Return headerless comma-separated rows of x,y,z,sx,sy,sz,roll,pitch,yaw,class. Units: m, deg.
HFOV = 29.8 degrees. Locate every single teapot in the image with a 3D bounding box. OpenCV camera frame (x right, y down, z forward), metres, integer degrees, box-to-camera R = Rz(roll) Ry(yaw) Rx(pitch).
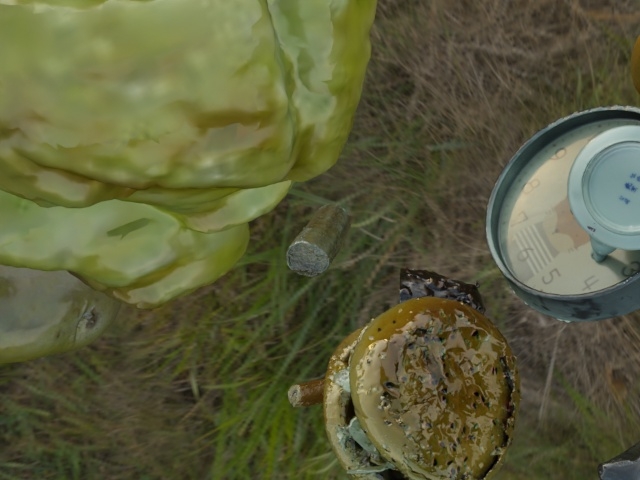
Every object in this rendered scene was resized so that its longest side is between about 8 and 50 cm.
0.408,-0.074,1.573,0.159,0.159,0.232,28,100,13,teapot

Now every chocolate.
0.189,0.111,1.859,0.133,0.156,0.156,-2,87,7,chocolate

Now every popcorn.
-0.105,-0.101,0.558,0.225,0.276,0.276,-24,82,-16,popcorn

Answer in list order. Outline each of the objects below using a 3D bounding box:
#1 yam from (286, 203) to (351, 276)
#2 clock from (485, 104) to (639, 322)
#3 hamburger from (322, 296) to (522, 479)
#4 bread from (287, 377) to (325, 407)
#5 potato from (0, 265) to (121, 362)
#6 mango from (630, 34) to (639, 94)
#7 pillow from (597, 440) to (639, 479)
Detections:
0.000,0.000,1.442,0.054,0.132,0.054,6,114,13,yam
0.383,-0.043,1.690,0.325,0.067,0.325,-20,52,27,clock
0.090,0.146,1.052,0.113,0.185,0.177,-22,103,52,hamburger
-0.009,0.234,1.862,0.047,0.083,0.036,-53,56,44,bread
-0.299,0.047,1.185,0.154,0.200,0.137,6,99,57,potato
0.363,-0.164,1.181,0.090,0.178,0.115,-18,122,-5,mango
0.305,0.160,0.792,0.186,0.250,0.106,52,143,10,pillow
